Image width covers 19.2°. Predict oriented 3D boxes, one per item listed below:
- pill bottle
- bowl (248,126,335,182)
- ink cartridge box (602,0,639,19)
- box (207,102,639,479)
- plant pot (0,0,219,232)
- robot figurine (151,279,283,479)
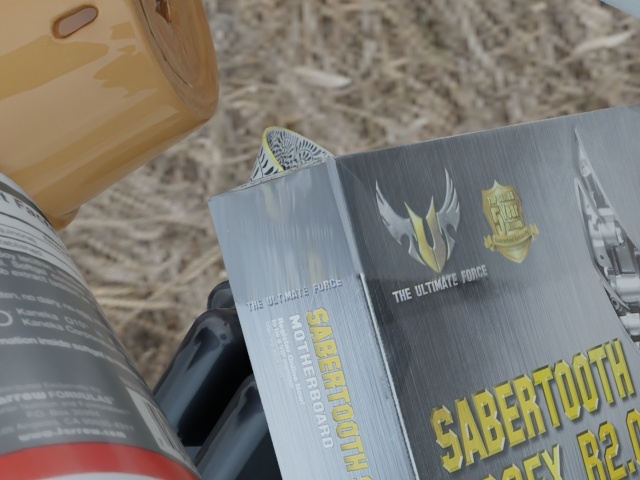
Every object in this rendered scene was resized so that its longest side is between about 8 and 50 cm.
[{"bbox_3d":[-0.198,0.084,0.919,0.210,0.210,0.363,-54,45,18],"label":"pill bottle"},{"bbox_3d":[0.000,0.000,1.421,0.170,0.170,0.080,44,106,10],"label":"bowl"},{"bbox_3d":[0.219,-0.260,1.369,0.212,0.093,0.154,25,72,6],"label":"ink cartridge box"},{"bbox_3d":[0.074,0.051,0.677,0.056,0.231,0.183,-16,88,37],"label":"box"},{"bbox_3d":[-0.208,-0.153,1.466,0.203,0.291,0.291,-17,91,14],"label":"plant pot"},{"bbox_3d":[0.021,0.115,1.211,0.173,0.278,0.209,-18,73,41],"label":"robot figurine"}]
